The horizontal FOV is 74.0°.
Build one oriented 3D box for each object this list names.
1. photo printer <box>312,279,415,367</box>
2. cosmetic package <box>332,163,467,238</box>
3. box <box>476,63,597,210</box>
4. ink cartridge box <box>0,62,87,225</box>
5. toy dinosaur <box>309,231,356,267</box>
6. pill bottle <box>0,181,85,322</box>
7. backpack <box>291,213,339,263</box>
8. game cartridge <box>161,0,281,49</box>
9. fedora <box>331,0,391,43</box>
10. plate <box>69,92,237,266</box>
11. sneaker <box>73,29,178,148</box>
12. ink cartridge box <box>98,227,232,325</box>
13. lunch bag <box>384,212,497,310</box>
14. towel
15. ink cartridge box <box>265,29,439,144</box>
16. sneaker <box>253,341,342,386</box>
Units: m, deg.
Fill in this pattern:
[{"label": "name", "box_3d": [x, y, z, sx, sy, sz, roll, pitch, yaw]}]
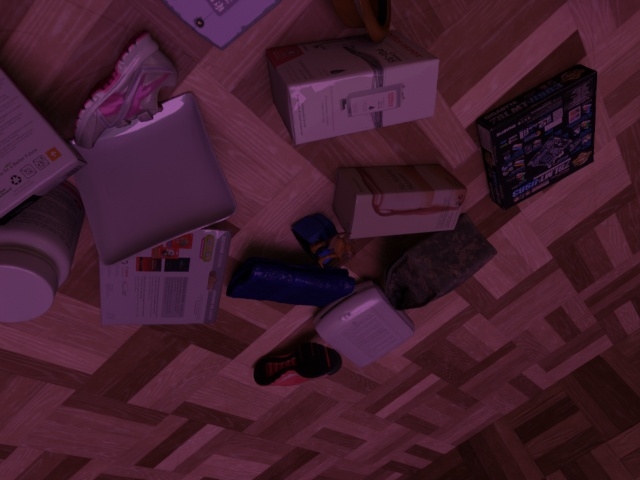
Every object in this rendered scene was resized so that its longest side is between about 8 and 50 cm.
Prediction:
[{"label": "photo printer", "box_3d": [0.140, 0.272, 1.392, 0.256, 0.107, 0.307, -36, 130, 11]}, {"label": "cosmetic package", "box_3d": [0.195, -0.105, 1.081, 0.296, 0.153, 0.129, -6, 128, -17]}, {"label": "box", "box_3d": [0.589, -0.265, 1.145, 0.295, 0.073, 0.293, -29, 132, 4]}, {"label": "ink cartridge box", "box_3d": [-0.578, -0.220, 0.676, 0.175, 0.069, 0.371, -39, 102, -8]}, {"label": "toy dinosaur", "box_3d": [0.033, 0.009, 1.030, 0.112, 0.064, 0.211, -29, 163, 7]}, {"label": "pill bottle", "box_3d": [-0.557, 0.006, 0.809, 0.160, 0.283, 0.161, -10, 130, -12]}, {"label": "backpack", "box_3d": [0.000, 0.000, 1.129, 0.101, 0.098, 0.120, -35, 130, -8]}, {"label": "game cartridge", "box_3d": [-0.208, -0.484, 0.695, 0.198, 0.062, 0.297, -32, 131, 12]}, {"label": "fedora", "box_3d": [0.068, -0.457, 0.773, 0.079, 0.194, 0.194, -1, 139, 29]}, {"label": "plate", "box_3d": [-0.331, -0.120, 0.840, 0.277, 0.278, 0.045, -23, 169, -3]}, {"label": "sneaker", "box_3d": [-0.360, -0.256, 0.790, 0.252, 0.103, 0.111, -41, 128, 16]}, {"label": "ink cartridge box", "box_3d": [-0.371, 0.053, 1.015, 0.271, 0.130, 0.310, 4, 126, -21]}, {"label": "lunch bag", "box_3d": [0.318, 0.082, 1.224, 0.235, 0.169, 0.287, -30, 164, -21]}, {"label": "towel", "box_3d": [-0.084, 0.116, 1.175, 0.308, 0.076, 0.227, 12, 155, -27]}, {"label": "ink cartridge box", "box_3d": [0.055, -0.307, 0.828, 0.282, 0.207, 0.117, -14, 132, -10]}, {"label": "sneaker", "box_3d": [-0.064, 0.423, 1.431, 0.313, 0.116, 0.136, -16, 151, 19]}]
